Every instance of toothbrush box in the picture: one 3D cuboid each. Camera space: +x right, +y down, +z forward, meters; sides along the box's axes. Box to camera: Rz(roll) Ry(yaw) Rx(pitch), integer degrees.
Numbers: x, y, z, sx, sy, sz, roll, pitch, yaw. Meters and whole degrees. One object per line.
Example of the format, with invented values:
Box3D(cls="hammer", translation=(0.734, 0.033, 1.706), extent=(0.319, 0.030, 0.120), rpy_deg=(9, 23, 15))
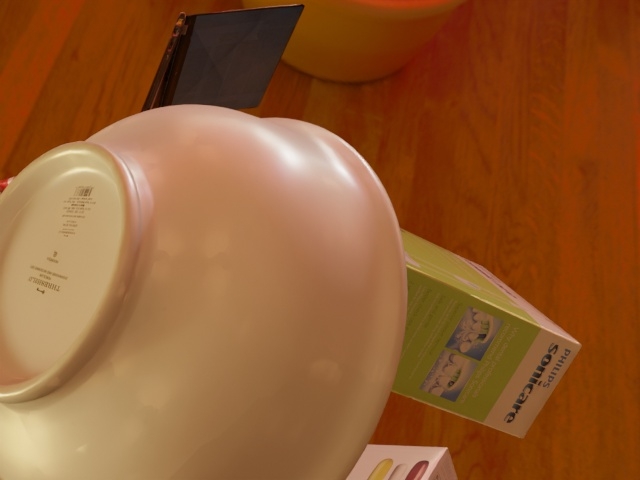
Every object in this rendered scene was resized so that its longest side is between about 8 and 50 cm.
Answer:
Box3D(cls="toothbrush box", translation=(0.085, 0.065, 0.837), extent=(0.283, 0.122, 0.206), rpy_deg=(22, 12, -26))

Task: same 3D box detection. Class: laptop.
Box3D(cls="laptop", translation=(-0.239, -0.281, 1.738), extent=(0.236, 0.382, 0.408), rpy_deg=(19, 59, -11))

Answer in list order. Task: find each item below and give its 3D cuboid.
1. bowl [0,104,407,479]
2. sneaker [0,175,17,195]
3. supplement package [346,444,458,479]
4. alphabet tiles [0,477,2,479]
Box3D(cls="bowl", translation=(-0.110, 0.036, 0.468), extent=(0.134, 0.298, 0.298), rpy_deg=(31, 45, -48))
Box3D(cls="sneaker", translation=(-0.441, -0.041, 1.153), extent=(0.128, 0.221, 0.087), rpy_deg=(-21, 96, -31))
Box3D(cls="supplement package", translation=(0.086, 0.446, 1.286), extent=(0.145, 0.262, 0.204), rpy_deg=(-38, 114, -52))
Box3D(cls="alphabet tiles", translation=(-0.545, 0.553, 1.398), extent=(0.284, 0.021, 0.278), rpy_deg=(9, 75, 8))
